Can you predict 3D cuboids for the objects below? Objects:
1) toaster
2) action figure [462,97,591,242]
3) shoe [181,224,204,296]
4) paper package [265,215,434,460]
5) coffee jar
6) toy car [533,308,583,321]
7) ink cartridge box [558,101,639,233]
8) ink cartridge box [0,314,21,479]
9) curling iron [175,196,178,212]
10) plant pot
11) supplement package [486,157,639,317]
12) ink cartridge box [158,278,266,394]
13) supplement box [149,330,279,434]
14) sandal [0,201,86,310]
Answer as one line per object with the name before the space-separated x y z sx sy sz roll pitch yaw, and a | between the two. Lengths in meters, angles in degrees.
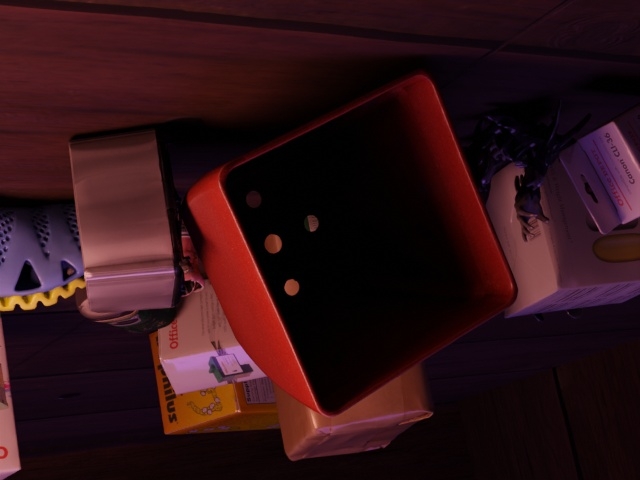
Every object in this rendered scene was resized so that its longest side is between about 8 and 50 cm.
toaster | -0.203 -0.019 1.362 0.110 0.168 0.185 -8 166 -10
action figure | 0.214 -0.070 1.553 0.164 0.140 0.276 13 156 -33
shoe | -0.198 0.042 1.771 0.064 0.081 0.178 -9 165 -10
paper package | 0.020 0.116 1.732 0.168 0.324 0.309 -8 166 -11
coffee jar | -0.286 0.086 1.875 0.096 0.079 0.184 -12 167 11
toy car | 0.337 0.027 1.910 0.155 0.188 0.149 -2 163 -32
ink cartridge box | 0.378 -0.098 1.483 0.198 0.115 0.067 -30 180 -36
ink cartridge box | -0.529 0.196 1.710 0.201 0.278 0.117 -1 163 -37
curling iron | -0.296 -0.011 1.590 0.274 0.035 0.068 -17 160 19
plant pot | 0.000 0.000 1.356 0.267 0.267 0.236 -29 -167 -27
supplement package | 0.352 -0.012 1.759 0.203 0.194 0.149 -5 165 -24
ink cartridge box | -0.137 0.136 1.988 0.220 0.160 0.092 -12 133 2
supplement box | -0.115 0.244 2.384 0.195 0.194 0.357 -23 161 37
sandal | -0.383 0.009 1.452 0.317 0.126 0.138 -18 129 -21
